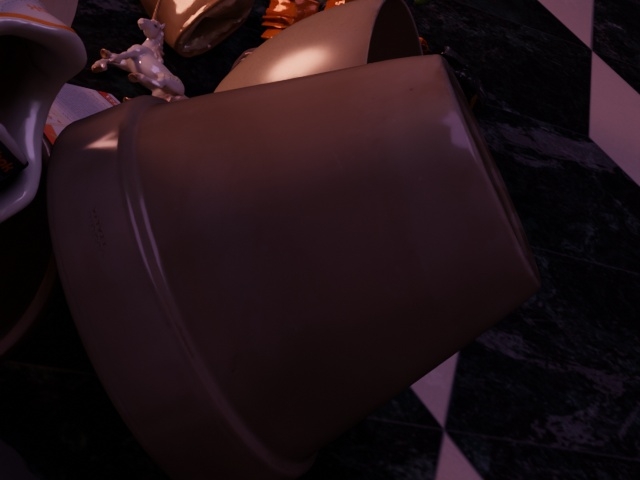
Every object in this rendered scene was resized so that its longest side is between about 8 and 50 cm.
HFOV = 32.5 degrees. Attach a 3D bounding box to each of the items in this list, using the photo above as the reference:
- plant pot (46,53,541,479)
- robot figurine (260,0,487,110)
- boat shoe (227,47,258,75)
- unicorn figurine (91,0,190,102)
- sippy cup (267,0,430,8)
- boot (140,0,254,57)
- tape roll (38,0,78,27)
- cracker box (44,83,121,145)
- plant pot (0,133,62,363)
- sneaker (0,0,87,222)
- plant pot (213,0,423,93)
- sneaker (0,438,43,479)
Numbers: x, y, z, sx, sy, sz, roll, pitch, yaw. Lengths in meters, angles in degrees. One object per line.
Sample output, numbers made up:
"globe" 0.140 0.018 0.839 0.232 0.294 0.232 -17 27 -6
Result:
"plant pot" 0.000 0.000 0.828 0.323 0.280 0.323 60 14 -26
"robot figurine" 0.073 -0.218 1.374 0.291 0.085 0.211 29 -11 -39
"boat shoe" 0.042 -0.141 1.316 0.324 0.116 0.097 21 38 -6
"unicorn figurine" -0.201 -0.202 1.258 0.111 0.060 0.162 -16 72 -49
"sippy cup" 0.041 -0.376 1.510 0.305 0.224 0.240 22 34 -18
"boot" -0.154 -0.389 1.411 0.269 0.236 0.089 51 3 30
"tape roll" -0.358 -0.220 0.944 0.286 0.286 0.100 -7 50 -43
"cracker box" -0.219 -0.077 1.002 0.156 0.067 0.232 43 14 16
"plant pot" -0.295 -0.002 0.830 0.237 0.237 0.110 37 -7 8
"sneaker" -0.271 -0.037 0.688 0.127 0.126 0.321 20 69 24
"plant pot" -0.007 -0.102 1.129 0.191 0.284 0.284 -1 29 17
"sneaker" -0.234 0.174 0.714 0.130 0.109 0.286 -4 61 -53
